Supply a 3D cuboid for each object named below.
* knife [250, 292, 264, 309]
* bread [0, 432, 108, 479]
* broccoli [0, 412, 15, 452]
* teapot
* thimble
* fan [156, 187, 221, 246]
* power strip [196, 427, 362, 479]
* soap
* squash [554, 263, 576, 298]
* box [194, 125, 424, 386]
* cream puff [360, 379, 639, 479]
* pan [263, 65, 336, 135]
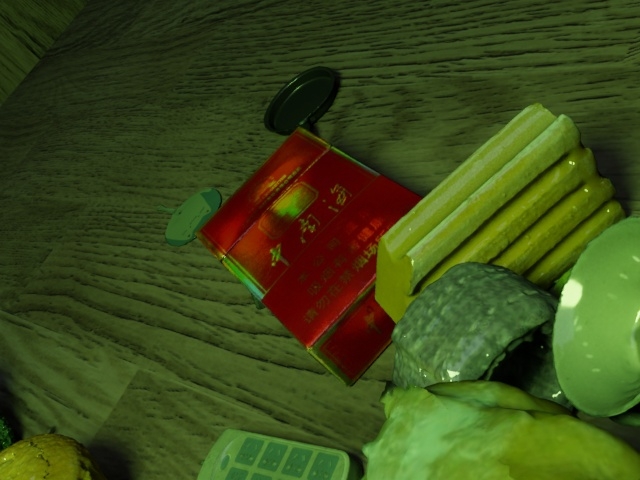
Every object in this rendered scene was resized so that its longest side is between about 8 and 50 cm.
[{"bbox_3d":[-0.081,-0.002,1.093,0.072,0.019,0.245,-34,38,14],"label":"knife"},{"bbox_3d":[-0.328,0.327,0.890,0.239,0.139,0.240,-27,38,23],"label":"bread"},{"bbox_3d":[-0.593,0.312,1.097,0.321,0.303,0.283,-87,23,-48],"label":"broccoli"},{"bbox_3d":[0.262,0.073,0.449,0.183,0.250,0.184,-164,90,-75],"label":"teapot"},{"bbox_3d":[0.137,0.099,0.654,0.150,0.150,0.098,-46,35,-3],"label":"thimble"},{"bbox_3d":[-0.219,-0.042,1.283,0.175,0.005,0.113,14,64,51],"label":"fan"},{"bbox_3d":[-0.051,0.236,0.802,0.226,0.029,0.080,-3,52,44],"label":"power strip"},{"bbox_3d":[0.155,0.002,0.742,0.232,0.140,0.073,-42,31,3],"label":"soap"},{"bbox_3d":[0.286,0.021,0.638,0.192,0.085,0.184,-39,34,10],"label":"squash"},{"bbox_3d":[0.000,0.001,0.934,0.197,0.089,0.313,-47,37,-4],"label":"box"},{"bbox_3d":[0.090,0.255,0.424,0.323,0.269,0.274,-49,16,7],"label":"cream puff"},{"bbox_3d":[-0.027,-0.185,1.218,0.136,0.028,0.235,-31,33,19],"label":"pan"}]
